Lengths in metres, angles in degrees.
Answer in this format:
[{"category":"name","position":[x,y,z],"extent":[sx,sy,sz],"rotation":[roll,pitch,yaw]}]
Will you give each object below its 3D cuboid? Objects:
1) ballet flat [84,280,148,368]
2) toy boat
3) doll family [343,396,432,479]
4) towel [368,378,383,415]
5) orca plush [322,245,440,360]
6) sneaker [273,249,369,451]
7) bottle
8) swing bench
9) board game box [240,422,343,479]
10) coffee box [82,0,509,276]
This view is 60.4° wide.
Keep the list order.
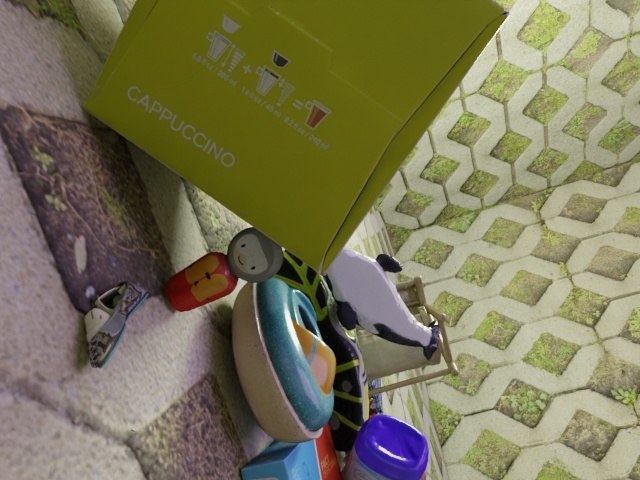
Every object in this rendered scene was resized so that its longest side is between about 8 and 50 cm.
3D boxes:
[{"category":"ballet flat","position":[-0.200,0.074,0.519],"extent":[0.114,0.041,0.041],"rotation":[-84,154,-63]},{"category":"toy boat","position":[-0.062,0.118,0.743],"extent":[0.318,0.148,0.268],"rotation":[57,8,-41]},{"category":"doll family","position":[0.103,0.424,1.072],"extent":[0.263,0.118,0.163],"rotation":[45,-35,45]},{"category":"towel","position":[0.124,0.316,1.641],"extent":[0.243,0.040,0.336],"rotation":[-76,150,-71]},{"category":"orca plush","position":[0.100,0.105,1.019],"extent":[0.287,0.151,0.102],"rotation":[26,-9,-22]},{"category":"sneaker","position":[0.026,0.193,1.041],"extent":[0.147,0.145,0.385],"rotation":[13,61,-57]},{"category":"bottle","position":[0.091,0.412,0.934],"extent":[0.092,0.118,0.283],"rotation":[-54,164,-49]},{"category":"swing bench","position":[0.160,0.226,1.312],"extent":[0.255,0.253,0.165],"rotation":[-102,177,-74]},{"category":"board game box","position":[-0.005,0.442,0.789],"extent":[0.242,0.064,0.317],"rotation":[16,57,-76]},{"category":"coffee box","position":[-0.020,-0.216,0.719],"extent":[0.337,0.338,0.334],"rotation":[35,15,-1]}]
